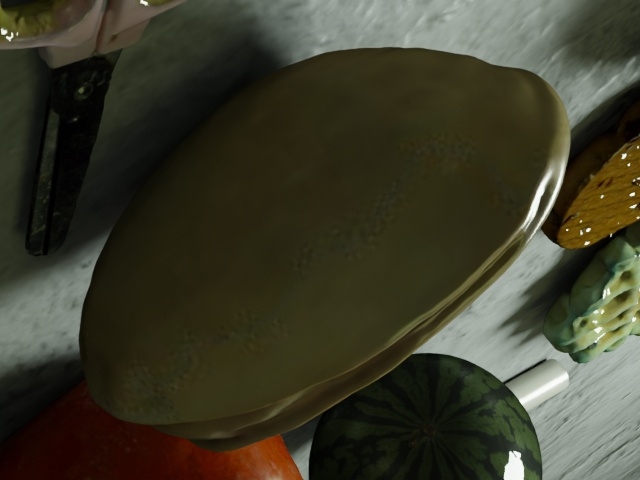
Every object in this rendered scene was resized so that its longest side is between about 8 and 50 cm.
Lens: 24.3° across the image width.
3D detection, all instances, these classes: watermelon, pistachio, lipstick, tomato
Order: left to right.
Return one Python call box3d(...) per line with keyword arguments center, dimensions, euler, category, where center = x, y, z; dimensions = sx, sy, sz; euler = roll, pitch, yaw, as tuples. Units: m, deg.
box3d(center=(-0.117, 0.188, 0.955), dimensions=(0.232, 0.232, 0.188), euler=(-36, 144, -1), category="tomato")
box3d(center=(0.000, 0.000, 0.794), dimensions=(0.293, 0.181, 0.162), euler=(-33, 142, 9), category="pistachio")
box3d(center=(0.092, 0.201, 1.286), dimensions=(0.212, 0.212, 0.212), euler=(-30, 157, -15), category="watermelon")
box3d(center=(0.210, 0.173, 1.616), dimensions=(0.130, 0.038, 0.038), euler=(-25, 155, -25), category="lipstick")

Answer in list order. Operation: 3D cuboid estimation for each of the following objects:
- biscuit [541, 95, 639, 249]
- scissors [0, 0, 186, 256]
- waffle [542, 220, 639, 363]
box3d(center=(0.270, -0.069, 1.236), dimensions=(0.212, 0.036, 0.212), euler=(-31, 158, -14), category="biscuit")
box3d(center=(-0.107, -0.089, 0.675), dimensions=(0.160, 0.024, 0.317), euler=(-23, 154, -34), category="scissors")
box3d(center=(0.354, 0.005, 1.475), dimensions=(0.292, 0.056, 0.309), euler=(-11, 146, -46), category="waffle")
